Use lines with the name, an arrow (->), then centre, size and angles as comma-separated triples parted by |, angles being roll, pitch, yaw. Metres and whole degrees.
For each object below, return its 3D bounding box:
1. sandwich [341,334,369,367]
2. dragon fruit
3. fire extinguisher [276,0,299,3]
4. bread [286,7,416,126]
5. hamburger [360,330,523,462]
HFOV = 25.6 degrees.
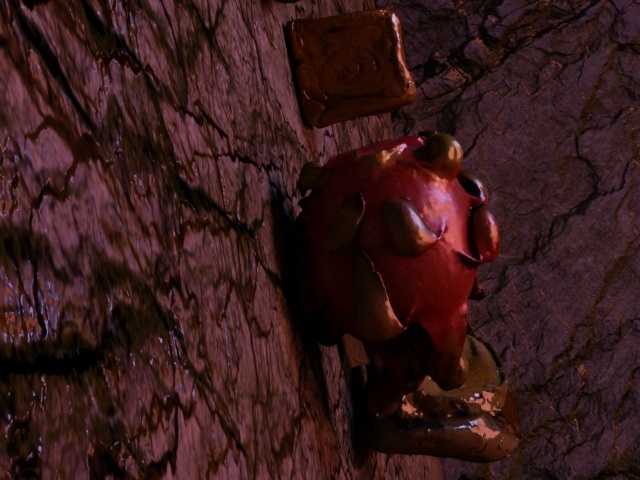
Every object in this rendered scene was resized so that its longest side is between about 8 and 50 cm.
sandwich -> 0.044, 0.053, 1.861 | 0.193, 0.058, 0.162 | -87, 165, -66
dragon fruit -> 0.084, 0.029, 1.540 | 0.307, 0.228, 0.243 | 74, 13, -56
fire extinguisher -> -0.033, -0.336, 1.786 | 0.267, 0.072, 0.089 | -74, 179, -76
bread -> 0.043, -0.235, 1.891 | 0.143, 0.158, 0.149 | -38, 113, -81
hamburger -> 0.168, 0.206, 1.891 | 0.309, 0.211, 0.132 | -106, -150, -70
